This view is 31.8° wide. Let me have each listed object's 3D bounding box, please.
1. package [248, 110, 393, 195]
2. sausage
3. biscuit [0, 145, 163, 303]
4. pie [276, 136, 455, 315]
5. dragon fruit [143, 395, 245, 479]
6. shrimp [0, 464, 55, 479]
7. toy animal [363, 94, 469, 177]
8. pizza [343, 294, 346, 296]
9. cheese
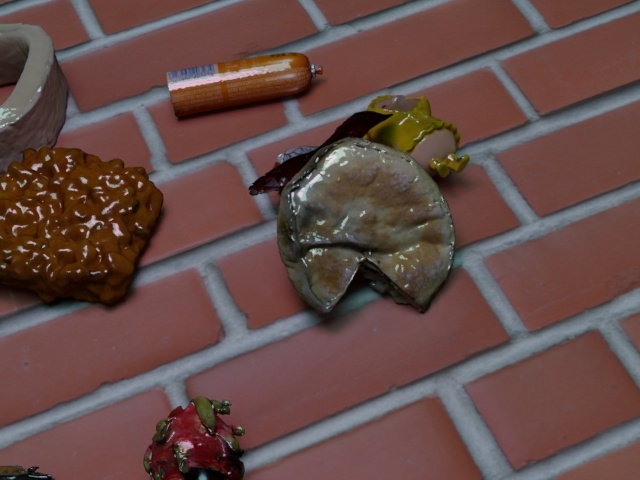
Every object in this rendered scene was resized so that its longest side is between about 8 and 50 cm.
[{"bbox_3d":[-0.004,-0.155,2.040,0.269,0.071,0.194,-27,4,27],"label":"package"},{"bbox_3d":[-0.150,-0.324,2.270,0.312,0.093,0.093,-11,53,-4],"label":"sausage"},{"bbox_3d":[-0.462,-0.033,2.065,0.318,0.110,0.312,9,53,11],"label":"biscuit"},{"bbox_3d":[0.084,-0.022,1.950,0.338,0.075,0.337,1,87,-15],"label":"pie"},{"bbox_3d":[-0.189,0.326,1.749,0.167,0.160,0.172,-25,52,15],"label":"dragon fruit"},{"bbox_3d":[-0.529,0.419,1.768,0.219,0.046,0.152,-8,52,4],"label":"shrimp"},{"bbox_3d":[0.178,-0.191,2.122,0.156,0.156,0.230,-31,46,-17],"label":"toy animal"},{"bbox_3d":[0.000,0.000,2.029,0.147,0.069,0.226,11,55,10],"label":"pizza"},{"bbox_3d":[-0.668,-0.288,2.244,0.292,0.153,0.332,12,54,12],"label":"cheese"}]
